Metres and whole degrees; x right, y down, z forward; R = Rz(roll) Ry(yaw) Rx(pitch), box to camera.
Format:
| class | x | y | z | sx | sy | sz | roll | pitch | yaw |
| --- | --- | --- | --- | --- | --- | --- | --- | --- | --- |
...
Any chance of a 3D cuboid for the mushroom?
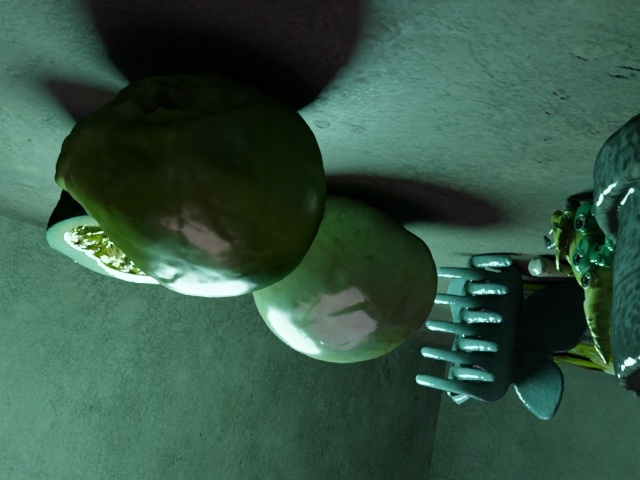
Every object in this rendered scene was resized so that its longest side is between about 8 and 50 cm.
| class | x | y | z | sx | sy | sz | roll | pitch | yaw |
| --- | --- | --- | --- | --- | --- | --- | --- | --- | --- |
| mushroom | 0.039 | 0.065 | 1.235 | 0.351 | 0.260 | 0.352 | 9 | 130 | 10 |

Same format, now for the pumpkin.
| class | x | y | z | sx | sy | sz | roll | pitch | yaw |
| --- | --- | --- | --- | --- | --- | --- | --- | --- | --- |
| pumpkin | -0.296 | -0.062 | 1.154 | 0.263 | 0.197 | 0.293 | -6 | 156 | 18 |

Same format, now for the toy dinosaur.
| class | x | y | z | sx | sy | sz | roll | pitch | yaw |
| --- | --- | --- | --- | --- | --- | --- | --- | --- | --- |
| toy dinosaur | 0.372 | 0.030 | 0.885 | 0.094 | 0.259 | 0.153 | 12 | 141 | -15 |

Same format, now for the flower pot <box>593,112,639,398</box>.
| class | x | y | z | sx | sy | sz | roll | pitch | yaw |
| --- | --- | --- | --- | --- | --- | --- | --- | --- | --- |
| flower pot | 0.379 | -0.006 | 0.552 | 0.298 | 0.283 | 0.299 | 8 | 159 | 3 |

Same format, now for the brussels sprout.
| class | x | y | z | sx | sy | sz | roll | pitch | yaw |
| --- | --- | --- | --- | --- | --- | --- | --- | --- | --- |
| brussels sprout | -0.148 | -0.079 | 0.826 | 0.344 | 0.268 | 0.344 | 32 | 165 | 10 |

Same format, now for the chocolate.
| class | x | y | z | sx | sy | sz | roll | pitch | yaw |
| --- | --- | --- | --- | --- | --- | --- | --- | --- | --- |
| chocolate | 0.615 | 0.217 | 1.593 | 0.300 | 0.137 | 0.288 | 4 | 159 | 47 |

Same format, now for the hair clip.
| class | x | y | z | sx | sy | sz | roll | pitch | yaw |
| --- | --- | --- | --- | --- | --- | --- | --- | --- | --- |
| hair clip | 0.366 | 0.201 | 1.454 | 0.391 | 0.319 | 0.238 | 2 | 162 | 44 |

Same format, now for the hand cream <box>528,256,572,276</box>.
| class | x | y | z | sx | sy | sz | roll | pitch | yaw |
| --- | --- | --- | --- | --- | --- | --- | --- | --- | --- |
| hand cream | 0.484 | 0.058 | 1.348 | 0.143 | 0.039 | 0.061 | 8 | 171 | -28 |
